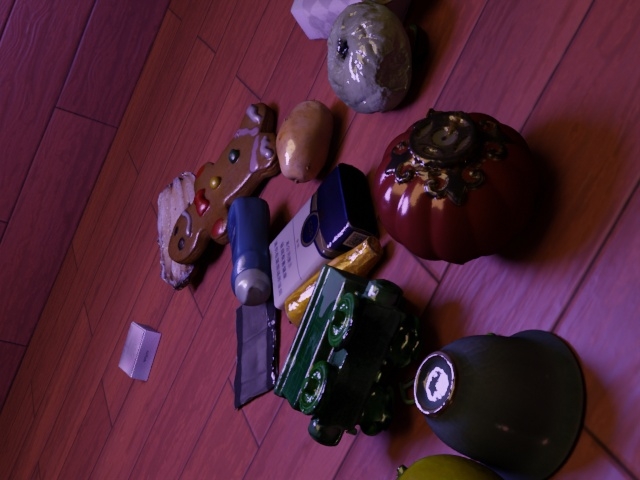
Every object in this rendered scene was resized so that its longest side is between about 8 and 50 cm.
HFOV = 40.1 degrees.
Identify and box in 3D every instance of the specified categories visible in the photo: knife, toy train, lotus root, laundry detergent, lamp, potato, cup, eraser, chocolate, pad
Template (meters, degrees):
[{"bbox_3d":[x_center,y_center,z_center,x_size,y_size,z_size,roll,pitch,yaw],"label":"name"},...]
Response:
[{"bbox_3d":[0.179,0.187,1.247,0.212,0.015,0.054,-42,40,43],"label":"knife"},{"bbox_3d":[0.046,0.176,1.342,0.266,0.145,0.202,-68,18,5],"label":"toy train"},{"bbox_3d":[-0.340,-0.019,2.248,0.167,0.078,0.329,-29,52,34],"label":"lotus root"},{"bbox_3d":[-0.146,0.035,1.789,0.290,0.094,0.143,-97,18,-56],"label":"laundry detergent"},{"bbox_3d":[0.185,-0.070,1.203,0.227,0.227,0.227,-39,42,46],"label":"lamp"},{"bbox_3d":[-0.033,-0.201,1.769,0.118,0.109,0.178,121,164,-71],"label":"potato"},{"bbox_3d":[0.196,0.190,1.072,0.199,0.150,0.199,-38,43,47],"label":"cup"},{"bbox_3d":[0.070,-0.537,1.812,0.397,0.082,0.213,19,89,62],"label":"eraser"},{"bbox_3d":[0.026,0.071,1.528,0.219,0.085,0.085,-45,37,33],"label":"chocolate"},{"bbox_3d":[-0.134,0.213,1.793,0.174,0.022,0.233,-37,44,47],"label":"pad"}]

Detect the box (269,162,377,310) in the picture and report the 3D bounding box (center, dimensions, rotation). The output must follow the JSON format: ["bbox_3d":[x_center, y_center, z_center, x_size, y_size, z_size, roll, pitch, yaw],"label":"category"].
[{"bbox_3d":[0.000,0.000,1.625,0.259,0.071,0.168,-50,34,37],"label":"box"}]

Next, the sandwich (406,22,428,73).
[{"bbox_3d":[0.167,-0.347,1.584,0.069,0.026,0.101,-55,29,36],"label":"sandwich"}]

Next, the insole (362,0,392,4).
[{"bbox_3d":[0.088,-0.522,1.669,0.119,0.009,0.348,-63,30,20],"label":"insole"}]

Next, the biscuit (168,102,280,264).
[{"bbox_3d":[-0.242,-0.115,2.070,0.432,0.064,0.283,-48,37,21],"label":"biscuit"}]

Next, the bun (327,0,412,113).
[{"bbox_3d":[0.075,-0.327,1.586,0.221,0.108,0.221,168,90,-72],"label":"bun"}]

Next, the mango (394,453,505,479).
[{"bbox_3d":[0.176,0.354,1.000,0.273,0.149,0.185,28,117,55],"label":"mango"}]

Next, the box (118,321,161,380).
[{"bbox_3d":[-0.485,0.295,2.348,0.129,0.051,0.130,12,85,62],"label":"box"}]
